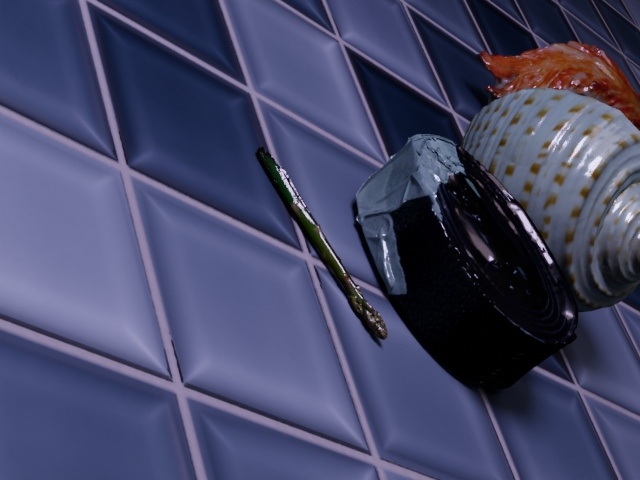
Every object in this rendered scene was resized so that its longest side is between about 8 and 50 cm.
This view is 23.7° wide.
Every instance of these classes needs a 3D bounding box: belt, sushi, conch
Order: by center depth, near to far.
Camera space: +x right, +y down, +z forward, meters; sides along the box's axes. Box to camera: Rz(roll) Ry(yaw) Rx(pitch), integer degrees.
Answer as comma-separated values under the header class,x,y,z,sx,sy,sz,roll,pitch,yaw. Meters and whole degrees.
class,x,y,z,sx,sy,sz,roll,pitch,yaw
belt,0.104,0.012,1.135,0.151,0.078,0.198,6,50,-52
conch,0.184,-0.021,1.248,0.172,0.200,0.131,76,31,-41
sushi,0.288,-0.090,1.559,0.332,0.130,0.124,43,20,-29

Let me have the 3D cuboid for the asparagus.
class,x,y,z,sx,sy,sz,roll,pitch,yaw
asparagus,0.000,0.000,1.052,0.016,0.013,0.166,-11,62,-51
